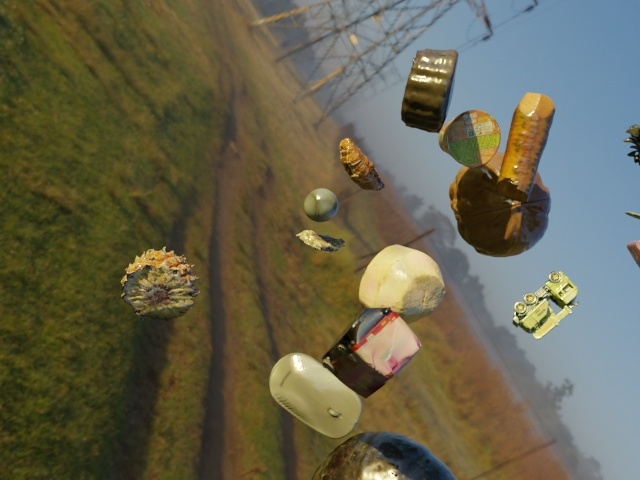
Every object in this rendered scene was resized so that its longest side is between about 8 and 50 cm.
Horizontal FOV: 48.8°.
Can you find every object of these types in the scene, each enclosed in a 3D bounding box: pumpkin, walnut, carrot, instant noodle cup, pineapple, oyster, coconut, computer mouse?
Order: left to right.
[{"bbox_3d":[-0.355,0.081,1.589,0.161,0.176,0.136,48,23,-26],"label":"pineapple"},{"bbox_3d":[-0.022,0.505,2.296,0.331,0.197,0.095,31,10,18],"label":"computer mouse"},{"bbox_3d":[-0.002,0.001,2.188,0.166,0.053,0.108,14,3,-40],"label":"oyster"},{"bbox_3d":[0.164,0.710,1.776,0.454,0.455,0.344,63,19,14],"label":"pumpkin"},{"bbox_3d":[0.207,0.124,1.900,0.197,0.237,0.236,43,15,-32],"label":"coconut"},{"bbox_3d":[0.431,-0.306,2.114,0.168,0.169,0.185,61,0,-11],"label":"instant noodle cup"},{"bbox_3d":[0.600,-0.122,2.355,0.398,0.308,0.353,-110,178,-82],"label":"walnut"},{"bbox_3d":[0.579,-0.266,2.003,0.114,0.114,0.301,33,73,-79],"label":"carrot"},{"bbox_3d":[0.730,-0.171,1.529,0.197,0.108,0.108,50,7,-11],"label":"pineapple"}]

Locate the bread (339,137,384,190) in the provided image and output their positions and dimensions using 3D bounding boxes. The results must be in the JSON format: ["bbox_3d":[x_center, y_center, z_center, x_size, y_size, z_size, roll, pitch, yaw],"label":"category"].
[{"bbox_3d":[0.121,-0.213,2.146,0.233,0.076,0.105,46,-6,-40],"label":"bread"}]

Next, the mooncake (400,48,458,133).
[{"bbox_3d":[0.293,-0.406,1.893,0.228,0.124,0.228,12,90,-79],"label":"mooncake"}]

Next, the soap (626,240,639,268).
[{"bbox_3d":[1.020,0.065,2.080,0.192,0.109,0.324,58,11,8],"label":"soap"}]

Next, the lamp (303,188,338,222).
[{"bbox_3d":[0.001,-0.106,2.143,0.105,0.105,0.105,61,5,-9],"label":"lamp"}]

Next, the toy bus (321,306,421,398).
[{"bbox_3d":[0.101,0.246,1.538,0.147,0.127,0.302,44,-23,8],"label":"toy bus"}]

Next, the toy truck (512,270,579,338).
[{"bbox_3d":[0.541,0.160,1.686,0.100,0.169,0.077,48,-8,26],"label":"toy truck"}]

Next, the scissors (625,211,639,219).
[{"bbox_3d":[0.882,-0.052,1.890,0.144,0.017,0.248,59,4,4],"label":"scissors"}]
